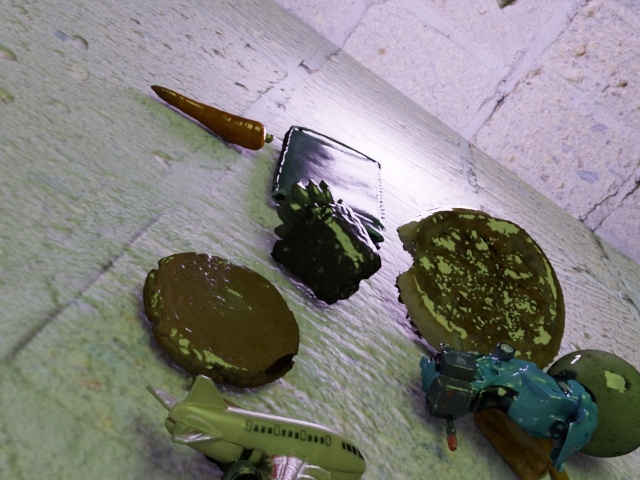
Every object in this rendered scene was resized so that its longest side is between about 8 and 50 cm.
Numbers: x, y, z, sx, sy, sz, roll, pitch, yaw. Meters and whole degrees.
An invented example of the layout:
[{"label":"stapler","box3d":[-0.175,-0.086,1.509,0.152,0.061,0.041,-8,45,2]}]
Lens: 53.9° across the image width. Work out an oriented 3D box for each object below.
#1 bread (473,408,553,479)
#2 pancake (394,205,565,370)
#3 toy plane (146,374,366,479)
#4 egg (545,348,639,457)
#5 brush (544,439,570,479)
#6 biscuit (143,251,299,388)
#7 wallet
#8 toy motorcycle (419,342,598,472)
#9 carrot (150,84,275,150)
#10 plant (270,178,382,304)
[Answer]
[{"label":"bread","box3d":[0.299,0.305,0.965,0.074,0.053,0.132,-1,42,-53]},{"label":"pancake","box3d":[0.295,0.087,1.166,0.382,0.071,0.382,14,53,-19]},{"label":"toy plane","box3d":[-0.053,0.206,0.623,0.244,0.092,0.229,34,-5,-29]},{"label":"egg","box3d":[0.484,0.287,1.089,0.228,0.177,0.177,38,22,-30]},{"label":"brush","box3d":[0.378,0.363,1.014,0.103,0.013,0.272,28,26,-19]},{"label":"biscuit","box3d":[-0.122,0.096,0.792,0.226,0.042,0.226,27,28,-16]},{"label":"wallet","box3d":[0.018,-0.116,1.295,0.237,0.075,0.342,24,30,-12]},{"label":"toy motorcycle","box3d":[0.279,0.234,0.911,0.272,0.123,0.182,12,25,1]},{"label":"carrot","box3d":[-0.213,-0.238,1.231,0.257,0.061,0.061,20,29,-13]},{"label":"plant","box3d":[0.000,0.000,1.010,0.194,0.132,0.129,54,26,21]}]
